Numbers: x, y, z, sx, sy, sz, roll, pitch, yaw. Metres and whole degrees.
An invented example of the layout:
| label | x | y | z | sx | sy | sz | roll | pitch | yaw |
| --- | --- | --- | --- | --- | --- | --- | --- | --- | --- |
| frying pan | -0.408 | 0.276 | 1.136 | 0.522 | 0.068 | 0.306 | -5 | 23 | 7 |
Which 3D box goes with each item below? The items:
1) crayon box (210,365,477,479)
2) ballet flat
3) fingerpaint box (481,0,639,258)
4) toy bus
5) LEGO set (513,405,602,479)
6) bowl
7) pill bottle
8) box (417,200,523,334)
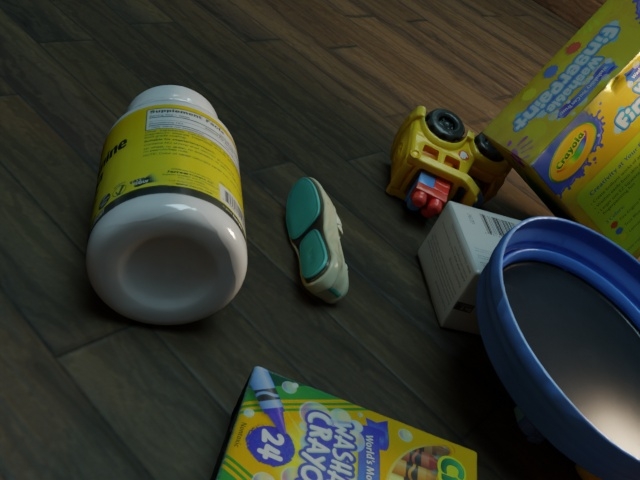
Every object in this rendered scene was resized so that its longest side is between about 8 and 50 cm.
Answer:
| label | x | y | z | sx | sy | sz | roll | pitch | yaw |
| --- | --- | --- | --- | --- | --- | --- | --- | --- | --- |
| crayon box | 0.047 | 0.277 | 0.782 | 0.322 | 0.083 | 0.203 | 23 | 34 | -5 |
| ballet flat | 0.000 | 0.000 | 1.151 | 0.086 | 0.086 | 0.249 | 13 | 37 | -17 |
| fingerpaint box | 0.571 | -0.223 | 1.359 | 0.371 | 0.445 | 0.163 | 38 | 9 | -35 |
| toy bus | 0.233 | -0.110 | 1.395 | 0.220 | 0.149 | 0.212 | 23 | 46 | -7 |
| LEGO set | 0.344 | 0.259 | 1.000 | 0.227 | 0.087 | 0.093 | 21 | 36 | -18 |
| bowl | 0.372 | 0.142 | 1.004 | 0.390 | 0.077 | 0.391 | 21 | 42 | -20 |
| pill bottle | -0.198 | -0.065 | 1.001 | 0.187 | 0.188 | 0.334 | 12 | 35 | -19 |
| box | 0.271 | 0.052 | 1.201 | 0.180 | 0.119 | 0.182 | 13 | 36 | -18 |
